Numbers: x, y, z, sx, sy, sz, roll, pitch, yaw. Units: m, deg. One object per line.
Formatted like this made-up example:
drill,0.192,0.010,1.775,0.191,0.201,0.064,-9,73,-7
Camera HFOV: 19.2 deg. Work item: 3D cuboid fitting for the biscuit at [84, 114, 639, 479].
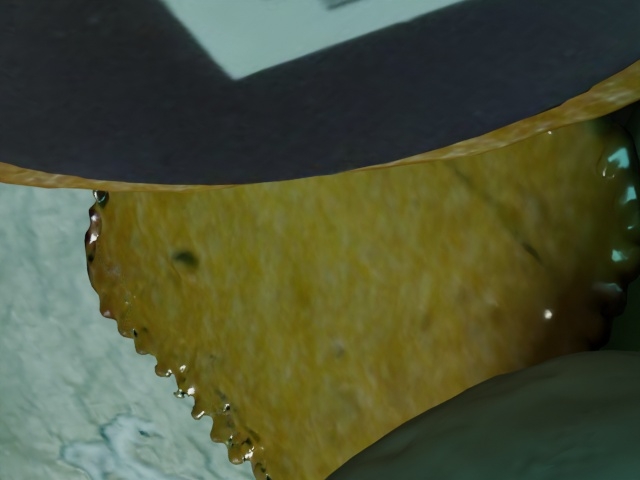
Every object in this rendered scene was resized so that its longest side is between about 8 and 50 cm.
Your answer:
biscuit,0.000,0.000,0.638,0.232,0.013,0.237,47,136,31

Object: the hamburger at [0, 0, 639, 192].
hamburger,-0.028,-0.176,0.400,0.330,0.250,0.330,-5,151,-3

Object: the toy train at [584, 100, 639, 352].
toy train,0.168,0.128,0.651,0.253,0.160,0.397,27,129,11

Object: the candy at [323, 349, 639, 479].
candy,0.102,0.157,0.494,0.295,0.185,0.295,35,138,39
